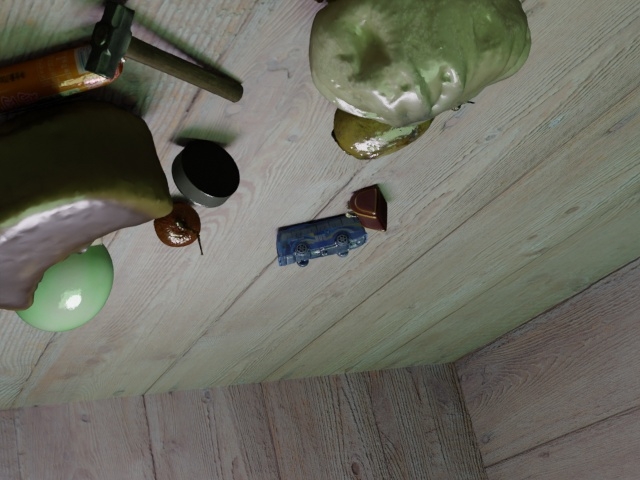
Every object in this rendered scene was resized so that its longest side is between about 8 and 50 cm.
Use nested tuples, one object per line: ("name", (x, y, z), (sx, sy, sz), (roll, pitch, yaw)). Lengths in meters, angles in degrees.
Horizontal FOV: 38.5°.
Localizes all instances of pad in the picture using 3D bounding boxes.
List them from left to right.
("pad", (-0.462, -0.218, 1.493), (0.116, 0.004, 0.193), (-14, -168, 3))

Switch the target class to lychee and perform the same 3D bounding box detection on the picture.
("lychee", (-0.311, -0.033, 2.047), (0.140, 0.114, 0.101), (-9, -150, 40))

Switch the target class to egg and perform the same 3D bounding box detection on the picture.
("egg", (-0.576, 0.087, 2.035), (0.220, 0.220, 0.269), (3, 153, -37))

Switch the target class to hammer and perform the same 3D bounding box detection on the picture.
("hammer", (-0.238, -0.283, 1.515), (0.043, 0.111, 0.365), (22, -175, 30))

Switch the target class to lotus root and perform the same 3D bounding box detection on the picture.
("lotus root", (0.150, -0.251, 1.750), (0.278, 0.154, 0.154), (-21, 158, 21))

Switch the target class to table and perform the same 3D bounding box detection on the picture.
("table", (-0.226, -0.133, 1.819), (0.133, 0.133, 0.043), (4, 151, -38))

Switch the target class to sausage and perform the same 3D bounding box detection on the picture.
("sausage", (-0.413, -0.264, 1.460), (0.234, 0.071, 0.071), (-14, 159, 3))

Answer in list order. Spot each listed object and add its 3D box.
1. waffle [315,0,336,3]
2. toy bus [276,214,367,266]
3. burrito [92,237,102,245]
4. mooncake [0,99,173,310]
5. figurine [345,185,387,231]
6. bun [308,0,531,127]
("waffle", (0.046, -0.442, 1.317), (0.281, 0.058, 0.301), (-20, 160, 17))
("toy bus", (0.000, 0.000, 2.348), (0.236, 0.094, 0.079), (-13, 153, -6))
("burrito", (-0.591, -0.046, 1.860), (0.299, 0.105, 0.143), (-3, 147, -24))
("mooncake", (-0.470, -0.070, 1.626), (0.394, 0.246, 0.393), (-17, 162, -27))
("figurine", (0.113, -0.070, 2.278), (0.098, 0.082, 0.154), (-4, 162, 12))
("bun", (0.160, -0.295, 1.465), (0.359, 0.211, 0.360), (-16, 177, -1))
